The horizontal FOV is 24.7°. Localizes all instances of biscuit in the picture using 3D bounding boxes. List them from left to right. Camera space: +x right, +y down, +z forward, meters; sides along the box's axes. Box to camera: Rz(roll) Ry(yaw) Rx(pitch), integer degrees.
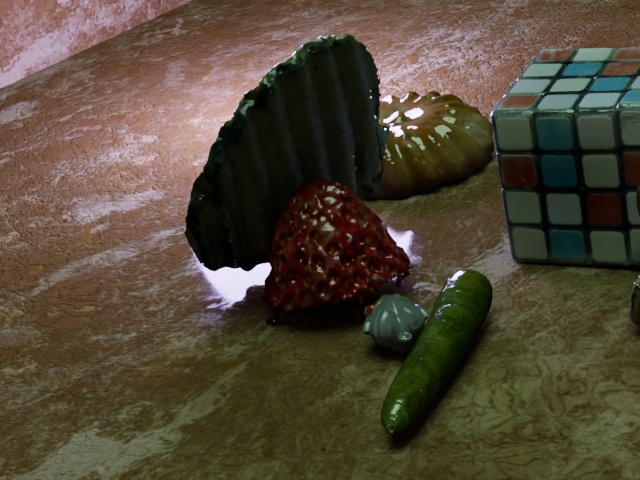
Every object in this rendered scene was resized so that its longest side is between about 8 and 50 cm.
[{"bbox_3d":[0.142,-0.179,2.575,0.326,0.107,0.325,-9,28,5],"label":"biscuit"}]

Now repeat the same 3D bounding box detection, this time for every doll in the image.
[{"bbox_3d":[0.100,0.107,2.021,0.094,0.079,0.180,-13,13,-3],"label":"doll"}]

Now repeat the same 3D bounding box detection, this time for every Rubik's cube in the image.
[{"bbox_3d":[0.421,-0.128,2.164,0.253,0.256,0.259,3,29,28],"label":"Rubik's cube"}]

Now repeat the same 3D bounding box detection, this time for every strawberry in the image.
[{"bbox_3d":[0.000,0.000,2.142,0.234,0.178,0.234,-17,14,5],"label":"strawberry"}]

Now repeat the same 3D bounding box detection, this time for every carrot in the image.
[{"bbox_3d":[0.152,0.147,1.910,0.074,0.074,0.358,1,29,24],"label":"carrot"}]

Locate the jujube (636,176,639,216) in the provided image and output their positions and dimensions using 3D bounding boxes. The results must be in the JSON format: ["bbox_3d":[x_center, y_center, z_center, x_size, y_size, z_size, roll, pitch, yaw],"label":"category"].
[{"bbox_3d":[0.567,-0.052,1.938,0.290,0.197,0.197,6,25,-5],"label":"jujube"}]

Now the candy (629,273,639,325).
[{"bbox_3d":[0.461,0.072,1.935,0.095,0.085,0.110,10,26,16],"label":"candy"}]

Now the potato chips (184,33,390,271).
[{"bbox_3d":[-0.047,-0.111,2.158,0.358,0.429,0.070,-32,57,-16],"label":"potato chips"}]
